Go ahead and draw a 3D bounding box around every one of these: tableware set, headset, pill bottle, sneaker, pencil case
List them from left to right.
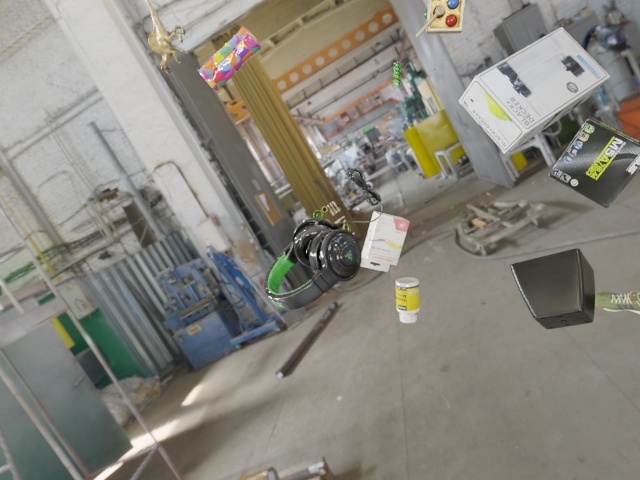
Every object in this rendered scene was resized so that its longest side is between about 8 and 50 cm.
[{"bbox_3d":[-0.317,-0.628,1.614,0.236,0.104,0.104,-39,6,11],"label":"pencil case"},{"bbox_3d":[0.000,0.000,1.199,0.394,0.185,0.243,-43,27,-8],"label":"headset"},{"bbox_3d":[0.045,-0.058,1.688,0.104,0.154,0.024,-33,-5,15],"label":"tableware set"},{"bbox_3d":[0.241,0.164,1.280,0.065,0.117,0.065,-5,13,1],"label":"pill bottle"},{"bbox_3d":[0.959,0.183,1.441,0.192,0.086,0.064,11,58,23],"label":"sneaker"}]

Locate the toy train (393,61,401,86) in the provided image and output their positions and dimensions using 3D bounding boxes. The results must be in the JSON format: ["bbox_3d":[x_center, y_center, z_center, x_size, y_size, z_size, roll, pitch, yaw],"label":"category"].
[{"bbox_3d":[0.256,-0.558,1.560,0.023,0.083,0.017,23,49,34],"label":"toy train"}]

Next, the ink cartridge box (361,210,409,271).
[{"bbox_3d":[0.213,0.012,1.569,0.115,0.198,0.067,12,11,-11],"label":"ink cartridge box"}]

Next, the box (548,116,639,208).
[{"bbox_3d":[0.773,-0.215,1.290,0.045,0.184,0.191,-28,-31,-44],"label":"box"}]

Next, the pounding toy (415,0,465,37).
[{"bbox_3d":[0.375,-0.702,1.456,0.141,0.130,0.100,4,18,12],"label":"pounding toy"}]

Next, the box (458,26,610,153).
[{"bbox_3d":[0.478,-0.338,1.041,0.289,0.169,0.087,-31,-12,-18],"label":"box"}]

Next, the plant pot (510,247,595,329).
[{"bbox_3d":[0.676,0.151,1.328,0.188,0.187,0.167,-18,56,34],"label":"plant pot"}]

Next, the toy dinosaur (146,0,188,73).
[{"bbox_3d":[-0.393,-0.516,1.178,0.092,0.183,0.053,-5,31,2],"label":"toy dinosaur"}]
